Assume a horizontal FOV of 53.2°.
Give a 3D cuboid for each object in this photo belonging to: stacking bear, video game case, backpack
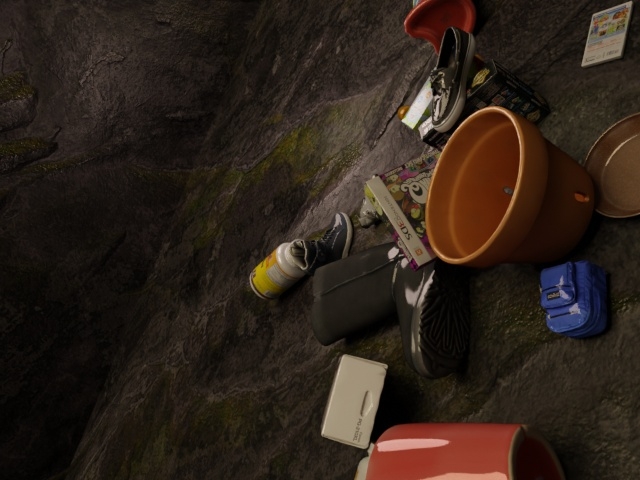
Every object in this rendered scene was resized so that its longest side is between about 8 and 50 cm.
[{"bbox_3d":[0.319,-0.653,1.721,0.164,0.175,0.289,-46,29,35],"label":"stacking bear"},{"bbox_3d":[0.576,-0.412,1.281,0.087,0.011,0.122,-2,69,58],"label":"video game case"},{"bbox_3d":[0.238,-0.076,1.324,0.210,0.232,0.042,60,163,15],"label":"video game case"},{"bbox_3d":[0.425,0.103,1.090,0.098,0.101,0.120,-31,49,55],"label":"backpack"}]

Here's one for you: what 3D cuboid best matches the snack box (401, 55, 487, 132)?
[{"bbox_3d":[0.316,-0.316,1.468,0.207,0.174,0.070,-58,30,16],"label":"snack box"}]

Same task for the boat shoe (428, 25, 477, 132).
[{"bbox_3d":[0.261,-0.339,1.320,0.080,0.076,0.229,3,72,60],"label":"boat shoe"}]

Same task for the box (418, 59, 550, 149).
[{"bbox_3d":[0.349,-0.260,1.377,0.220,0.175,0.051,-42,36,37],"label":"box"}]

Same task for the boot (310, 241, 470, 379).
[{"bbox_3d":[0.126,0.170,1.467,0.445,0.146,0.367,-23,41,45],"label":"boot"}]

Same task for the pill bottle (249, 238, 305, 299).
[{"bbox_3d":[-0.115,0.086,1.944,0.215,0.117,0.117,-41,39,37],"label":"pill bottle"}]

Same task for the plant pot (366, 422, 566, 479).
[{"bbox_3d":[0.249,0.417,1.031,0.243,0.275,0.275,-26,49,36],"label":"plant pot"}]

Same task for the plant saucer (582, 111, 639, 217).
[{"bbox_3d":[0.550,-0.127,1.106,0.198,0.036,0.199,-38,40,41],"label":"plant saucer"}]

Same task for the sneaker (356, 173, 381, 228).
[{"bbox_3d":[0.154,-0.067,1.666,0.132,0.086,0.229,-57,21,27],"label":"sneaker"}]

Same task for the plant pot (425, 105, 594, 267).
[{"bbox_3d":[0.357,-0.079,1.180,0.291,0.203,0.291,-167,90,-70],"label":"plant pot"}]

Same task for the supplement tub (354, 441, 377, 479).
[{"bbox_3d":[0.128,0.510,1.244,0.144,0.144,0.200,3,73,58],"label":"supplement tub"}]

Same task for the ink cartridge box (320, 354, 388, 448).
[{"bbox_3d":[0.068,0.344,1.388,0.237,0.100,0.172,93,-168,-78],"label":"ink cartridge box"}]

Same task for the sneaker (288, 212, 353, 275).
[{"bbox_3d":[0.001,0.000,1.775,0.086,0.163,0.226,-29,46,49],"label":"sneaker"}]

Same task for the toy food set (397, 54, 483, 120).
[{"bbox_3d":[0.303,-0.353,1.565,0.232,0.111,0.104,-42,11,8],"label":"toy food set"}]
